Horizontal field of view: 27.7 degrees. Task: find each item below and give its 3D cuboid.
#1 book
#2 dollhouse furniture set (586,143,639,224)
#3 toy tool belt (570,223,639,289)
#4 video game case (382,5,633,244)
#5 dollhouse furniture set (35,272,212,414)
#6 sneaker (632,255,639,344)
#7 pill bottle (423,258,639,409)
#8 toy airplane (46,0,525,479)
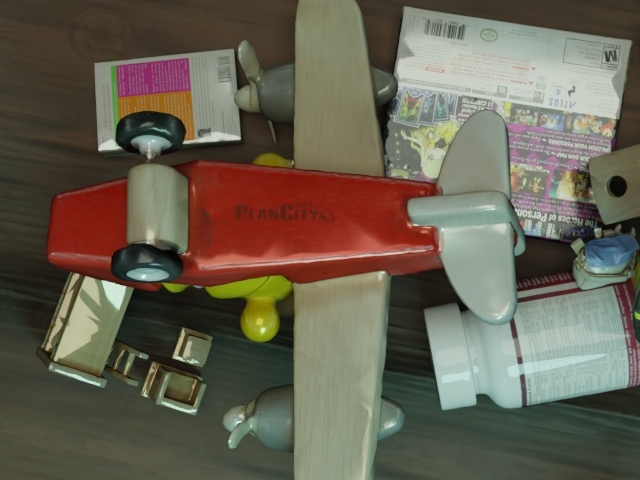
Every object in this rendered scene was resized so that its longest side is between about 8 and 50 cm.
[{"bbox_3d":[-0.155,-0.141,1.321,0.144,0.035,0.096,-5,84,2],"label":"book"},{"bbox_3d":[0.324,-0.121,1.224,0.129,0.129,0.183,-16,85,35],"label":"dollhouse furniture set"},{"bbox_3d":[0.270,0.010,1.191,0.083,0.052,0.051,-15,126,-5],"label":"toy tool belt"},{"bbox_3d":[0.179,-0.113,1.295,0.232,0.042,0.210,9,87,4],"label":"video game case"},{"bbox_3d":[-0.173,0.060,1.299,0.161,0.101,0.182,21,88,-21],"label":"dollhouse furniture set"},{"bbox_3d":[0.350,0.028,1.133,0.145,0.385,0.147,-10,67,20],"label":"sneaker"},{"bbox_3d":[0.215,0.094,1.243,0.221,0.121,0.121,-11,87,3],"label":"pill bottle"},{"bbox_3d":[0.000,0.000,1.192,0.384,0.272,0.386,43,74,9],"label":"toy airplane"}]
